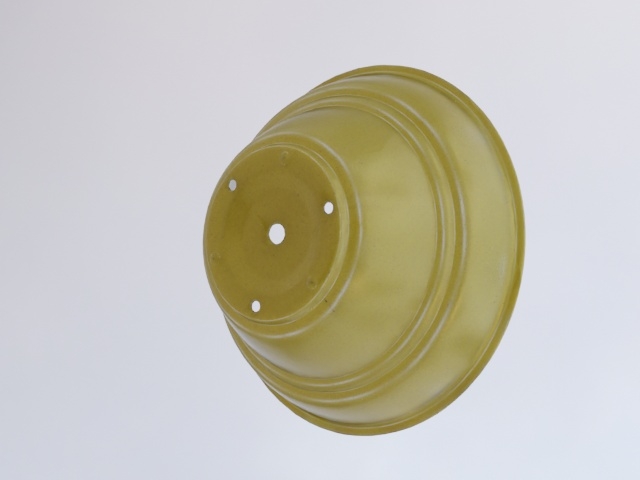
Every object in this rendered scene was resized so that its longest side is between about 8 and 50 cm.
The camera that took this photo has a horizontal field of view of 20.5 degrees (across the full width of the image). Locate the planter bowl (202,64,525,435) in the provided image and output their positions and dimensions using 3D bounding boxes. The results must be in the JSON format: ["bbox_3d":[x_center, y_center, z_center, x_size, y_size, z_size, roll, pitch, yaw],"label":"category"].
[{"bbox_3d":[0.000,0.000,0.992,0.217,0.090,0.217,-7,-101,38],"label":"planter bowl"}]
